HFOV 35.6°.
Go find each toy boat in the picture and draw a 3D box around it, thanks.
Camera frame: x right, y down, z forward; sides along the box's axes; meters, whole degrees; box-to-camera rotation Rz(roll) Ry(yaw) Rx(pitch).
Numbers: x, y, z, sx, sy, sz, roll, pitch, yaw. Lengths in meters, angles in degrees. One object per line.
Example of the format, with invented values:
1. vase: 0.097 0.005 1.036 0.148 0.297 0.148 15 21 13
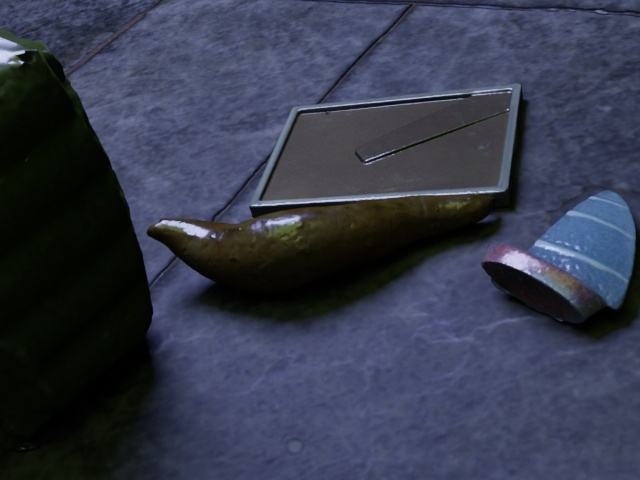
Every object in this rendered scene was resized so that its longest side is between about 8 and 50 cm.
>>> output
1. toy boat: 0.176 0.000 0.650 0.122 0.034 0.096 -37 47 -27

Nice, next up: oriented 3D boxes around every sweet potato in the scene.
1. sweet potato: 0.002 0.001 0.699 0.250 0.059 0.069 -8 26 4

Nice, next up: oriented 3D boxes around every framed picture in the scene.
1. framed picture: 0.056 -0.072 0.801 0.203 0.015 0.150 -3 39 18

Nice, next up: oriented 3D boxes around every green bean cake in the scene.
1. green bean cake: -0.246 -0.022 0.662 0.250 0.246 0.156 15 47 35
